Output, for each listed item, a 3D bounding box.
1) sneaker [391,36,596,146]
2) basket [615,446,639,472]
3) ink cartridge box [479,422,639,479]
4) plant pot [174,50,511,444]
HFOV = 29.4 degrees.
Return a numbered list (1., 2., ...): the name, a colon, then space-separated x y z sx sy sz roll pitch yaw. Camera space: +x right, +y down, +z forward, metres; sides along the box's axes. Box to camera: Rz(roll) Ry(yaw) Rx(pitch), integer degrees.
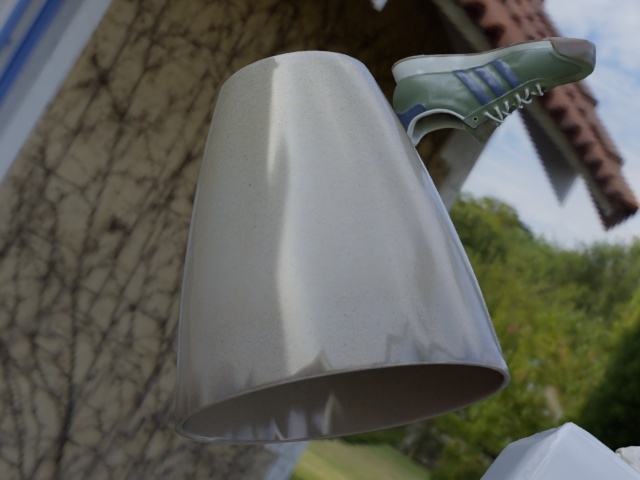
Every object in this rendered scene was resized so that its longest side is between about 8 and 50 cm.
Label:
1. sneaker: 0.158 -0.129 1.120 0.192 0.086 0.064 -4 -17 21
2. basket: 0.313 0.357 0.973 0.266 0.328 0.331 -2 57 -26
3. ink cartridge box: 0.139 0.292 0.378 0.395 0.285 0.166 39 -6 10
4. plant pot: 0.000 0.000 0.966 0.256 0.274 0.256 -7 -19 -2
